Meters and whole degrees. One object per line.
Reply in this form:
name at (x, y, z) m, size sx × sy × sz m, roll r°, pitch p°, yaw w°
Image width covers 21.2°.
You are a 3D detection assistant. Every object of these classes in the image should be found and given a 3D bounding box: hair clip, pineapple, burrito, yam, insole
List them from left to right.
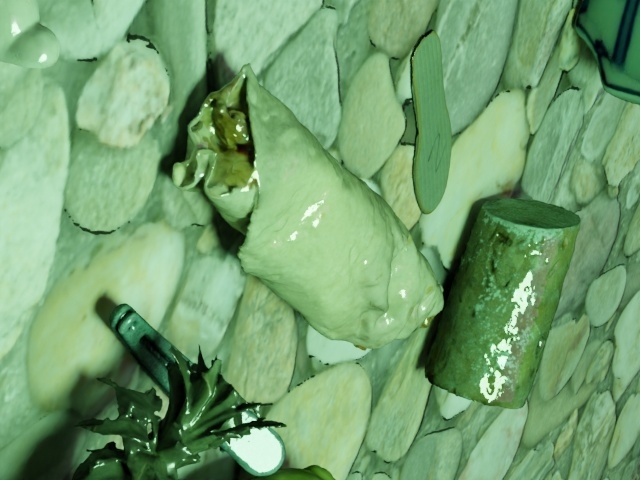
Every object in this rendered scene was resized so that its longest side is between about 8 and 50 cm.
pineapple at (-0.139, 0.177, 1.133) m, size 0.251 × 0.125 × 0.125 m, roll -49°, pitch 146°, yaw -16°
hair clip at (-0.101, 0.103, 1.241) m, size 0.039 × 0.070 × 0.229 m, roll -50°, pitch 140°, yaw -8°
burrito at (0.000, 0.000, 1.316) m, size 0.117 × 0.076 × 0.392 m, roll -57°, pitch 147°, yaw -8°
insole at (0.096, -0.100, 1.481) m, size 0.064 × 0.004 × 0.188 m, roll -47°, pitch 144°, yaw -36°
yam at (0.173, 0.053, 1.606) m, size 0.107 × 0.107 × 0.194 m, roll 10°, pitch 99°, yaw -60°

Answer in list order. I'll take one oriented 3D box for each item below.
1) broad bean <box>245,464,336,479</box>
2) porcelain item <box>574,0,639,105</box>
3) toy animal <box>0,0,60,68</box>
broad bean at (-0.059, 0.289, 1.351) m, size 0.291 × 0.119 × 0.238 m, roll -16°, pitch 128°, yaw -56°
porcelain item at (0.404, -0.244, 1.623) m, size 0.157 × 0.286 × 0.281 m, roll 2°, pitch 109°, yaw -55°
toy animal at (-0.184, -0.192, 0.889) m, size 0.127 × 0.131 × 0.181 m, roll -91°, pitch -166°, yaw -63°
